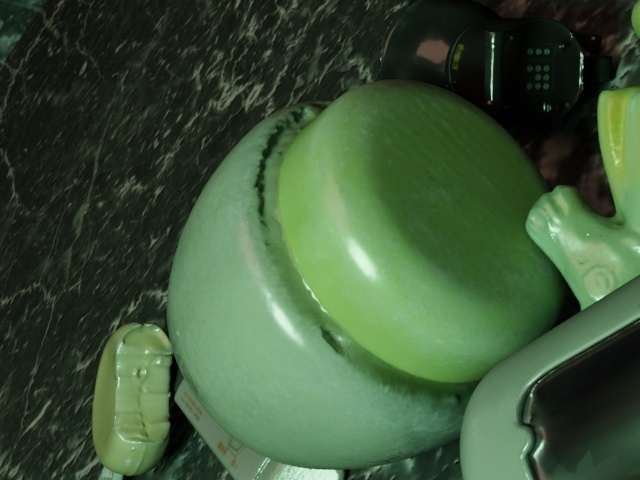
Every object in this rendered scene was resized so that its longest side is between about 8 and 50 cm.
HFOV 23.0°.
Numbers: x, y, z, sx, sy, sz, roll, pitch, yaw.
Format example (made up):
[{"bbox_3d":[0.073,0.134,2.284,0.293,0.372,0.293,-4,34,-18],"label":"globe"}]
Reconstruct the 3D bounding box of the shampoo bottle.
[{"bbox_3d":[0.032,0.037,1.377,0.317,0.322,0.322,-37,36,42],"label":"shampoo bottle"}]

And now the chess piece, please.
[{"bbox_3d":[0.278,-0.053,1.249,0.176,0.176,0.298,27,91,60],"label":"chess piece"}]

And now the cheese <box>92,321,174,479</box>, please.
[{"bbox_3d":[-0.227,0.206,1.815,0.249,0.071,0.163,124,145,-52],"label":"cheese"}]

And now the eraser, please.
[{"bbox_3d":[-0.079,0.192,1.668,0.089,0.061,0.352,-58,30,5],"label":"eraser"}]

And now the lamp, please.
[{"bbox_3d":[0.177,-0.165,1.505,0.227,0.172,0.147,-161,72,-64],"label":"lamp"}]

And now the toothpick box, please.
[{"bbox_3d":[0.242,0.133,1.110,0.316,0.229,0.229,-36,37,38],"label":"toothpick box"}]
